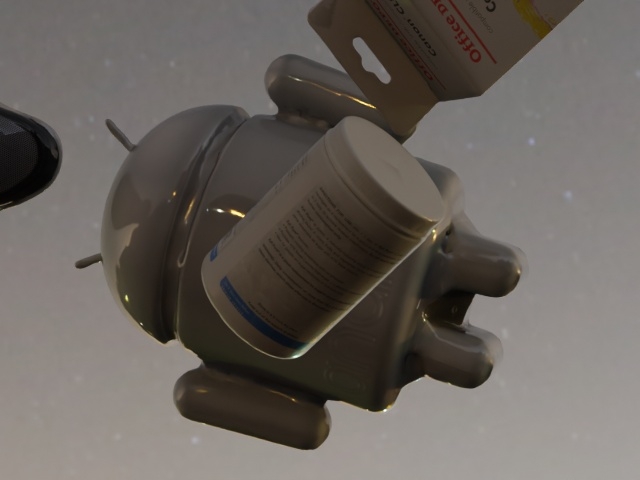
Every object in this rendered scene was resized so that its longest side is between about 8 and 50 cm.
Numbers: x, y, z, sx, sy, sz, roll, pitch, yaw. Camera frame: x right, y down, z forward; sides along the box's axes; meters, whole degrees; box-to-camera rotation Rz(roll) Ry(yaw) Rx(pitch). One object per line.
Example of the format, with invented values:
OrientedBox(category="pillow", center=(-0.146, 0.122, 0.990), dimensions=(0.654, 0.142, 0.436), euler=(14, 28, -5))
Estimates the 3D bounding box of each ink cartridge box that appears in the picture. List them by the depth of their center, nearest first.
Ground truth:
OrientedBox(category="ink cartridge box", center=(0.100, -0.173, 0.993), dimensions=(0.115, 0.198, 0.067), euler=(50, -15, -14))

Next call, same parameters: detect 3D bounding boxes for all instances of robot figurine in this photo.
OrientedBox(category="robot figurine", center=(-0.020, 0.010, 1.159), dimensions=(0.353, 0.300, 0.200), euler=(16, 0, 12))

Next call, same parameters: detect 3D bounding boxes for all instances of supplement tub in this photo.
OrientedBox(category="supplement tub", center=(0.000, 0.000, 0.716), dimensions=(0.071, 0.071, 0.107), euler=(25, -59, -41))

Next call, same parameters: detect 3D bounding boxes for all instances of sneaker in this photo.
OrientedBox(category="sneaker", center=(-0.307, -0.065, 1.079), dimensions=(0.269, 0.101, 0.153), euler=(4, 1, -25))
